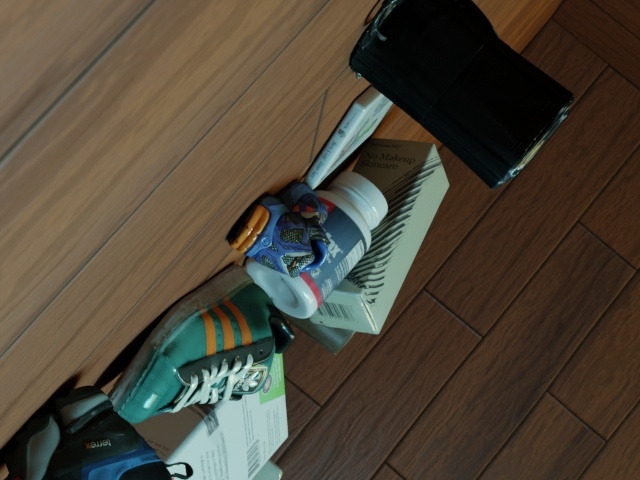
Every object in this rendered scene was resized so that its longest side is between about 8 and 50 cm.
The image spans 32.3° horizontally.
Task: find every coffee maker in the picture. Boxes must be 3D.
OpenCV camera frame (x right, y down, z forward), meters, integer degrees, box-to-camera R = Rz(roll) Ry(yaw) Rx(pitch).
[{"bbox_3d":[0.121,-0.134,0.975,0.120,0.178,0.171,-52,175,21],"label":"coffee maker"}]

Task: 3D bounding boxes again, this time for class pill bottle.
[{"bbox_3d":[0.000,0.000,1.391,0.180,0.108,0.108,-49,176,-25],"label":"pill bottle"}]

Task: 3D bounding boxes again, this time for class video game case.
[{"bbox_3d":[0.050,-0.141,1.276,0.157,0.019,0.143,-45,174,-45],"label":"video game case"}]

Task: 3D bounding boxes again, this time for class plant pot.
[{"bbox_3d":[0.000,0.068,1.616,0.167,0.165,0.167,-50,177,-4],"label":"plant pot"}]

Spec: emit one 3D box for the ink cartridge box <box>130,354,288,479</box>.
[{"bbox_3d":[-0.164,0.258,1.424,0.273,0.115,0.198,-45,146,-41],"label":"ink cartridge box"}]

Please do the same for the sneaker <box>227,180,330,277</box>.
[{"bbox_3d":[-0.030,-0.002,1.187,0.083,0.087,0.221,-51,176,17],"label":"sneaker"}]

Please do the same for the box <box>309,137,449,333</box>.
[{"bbox_3d":[0.073,-0.011,1.515,0.275,0.113,0.094,-63,145,-31],"label":"box"}]

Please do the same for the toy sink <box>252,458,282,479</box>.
[{"bbox_3d":[-0.187,0.393,2.060,0.152,0.234,0.131,-52,175,12],"label":"toy sink"}]

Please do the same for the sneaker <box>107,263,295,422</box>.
[{"bbox_3d":[-0.114,0.124,1.178,0.108,0.121,0.302,-53,175,29],"label":"sneaker"}]

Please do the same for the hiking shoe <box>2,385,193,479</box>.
[{"bbox_3d":[-0.249,0.263,0.898,0.304,0.132,0.113,-49,176,-15],"label":"hiking shoe"}]
